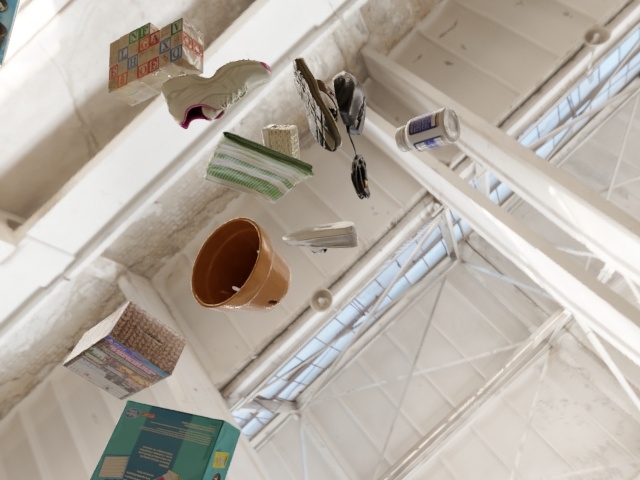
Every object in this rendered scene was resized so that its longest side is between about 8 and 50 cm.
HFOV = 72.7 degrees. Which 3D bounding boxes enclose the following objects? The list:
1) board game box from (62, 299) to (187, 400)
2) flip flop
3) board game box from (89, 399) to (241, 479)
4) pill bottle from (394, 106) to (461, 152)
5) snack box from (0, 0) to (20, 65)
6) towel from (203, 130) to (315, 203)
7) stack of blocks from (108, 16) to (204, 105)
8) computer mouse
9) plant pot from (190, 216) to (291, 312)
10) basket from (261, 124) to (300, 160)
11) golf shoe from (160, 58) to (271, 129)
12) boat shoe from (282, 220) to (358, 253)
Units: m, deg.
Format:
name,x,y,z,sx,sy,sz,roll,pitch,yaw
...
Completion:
name,x,y,z,sx,sy,sz,roll,pitch,yaw
board game box,-0.628,0.363,1.406,0.291,0.232,0.141,-30,-152,29
flip flop,0.001,-0.355,1.106,0.080,0.112,0.277,-15,-112,-17
board game box,-0.325,0.495,0.810,0.253,0.079,0.336,1,-126,24
pill bottle,0.334,-0.341,1.374,0.186,0.112,0.112,-7,-116,46
snack box,-0.767,-0.494,0.819,0.187,0.321,0.060,-43,-136,34
towel,-0.180,-0.183,1.181,0.324,0.247,0.038,-18,-124,65
stack of blocks,-0.479,-0.529,1.261,0.297,0.087,0.171,-11,-105,26
computer mouse,0.056,-0.162,0.641,0.041,0.071,0.242,-16,-120,15
plant pot,-0.225,0.100,1.351,0.290,0.203,0.291,-20,-126,30
basket,-0.137,-0.328,1.555,0.103,0.113,0.167,0,-68,13
golf shoe,-0.271,-0.395,1.190,0.306,0.115,0.140,-19,-104,-4
boat shoe,0.000,0.000,0.969,0.184,0.066,0.063,-9,-74,24
